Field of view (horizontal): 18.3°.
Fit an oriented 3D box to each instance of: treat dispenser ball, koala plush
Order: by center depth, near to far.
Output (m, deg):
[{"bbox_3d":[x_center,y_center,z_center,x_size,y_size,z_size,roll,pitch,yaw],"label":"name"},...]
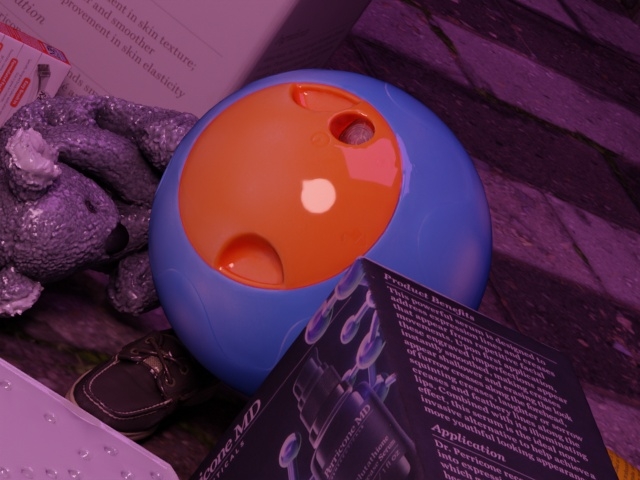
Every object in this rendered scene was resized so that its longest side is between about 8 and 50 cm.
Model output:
[{"bbox_3d":[0.000,0.000,1.663,0.288,0.288,0.288,30,23,-14],"label":"treat dispenser ball"},{"bbox_3d":[-0.230,-0.025,1.723,0.203,0.196,0.221,20,22,10],"label":"koala plush"}]

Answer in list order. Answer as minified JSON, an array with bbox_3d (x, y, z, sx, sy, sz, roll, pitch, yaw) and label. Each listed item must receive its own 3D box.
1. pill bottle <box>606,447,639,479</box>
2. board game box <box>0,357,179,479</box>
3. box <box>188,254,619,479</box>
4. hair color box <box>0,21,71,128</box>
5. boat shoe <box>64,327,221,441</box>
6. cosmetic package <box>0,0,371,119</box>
[{"bbox_3d":[0.190,0.251,1.756,0.334,0.188,0.188,35,23,-2],"label":"pill bottle"},{"bbox_3d":[-0.306,0.175,1.379,0.390,0.050,0.390,33,24,-8],"label":"board game box"},{"bbox_3d":[0.061,0.257,1.427,0.212,0.293,0.395,26,24,-23],"label":"box"},{"bbox_3d":[-0.341,-0.174,1.946,0.167,0.093,0.053,26,14,-25],"label":"hair color box"},{"bbox_3d":[-0.140,0.111,1.708,0.080,0.073,0.223,42,23,14],"label":"boat shoe"},{"bbox_3d":[-0.131,-0.318,2.142,0.329,0.393,0.327,40,23,8],"label":"cosmetic package"}]
